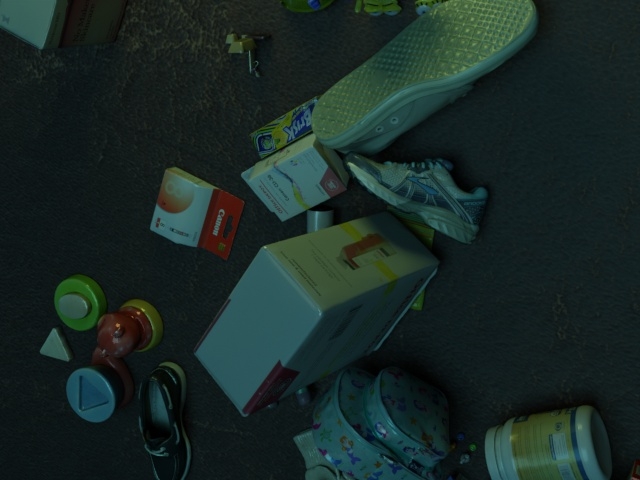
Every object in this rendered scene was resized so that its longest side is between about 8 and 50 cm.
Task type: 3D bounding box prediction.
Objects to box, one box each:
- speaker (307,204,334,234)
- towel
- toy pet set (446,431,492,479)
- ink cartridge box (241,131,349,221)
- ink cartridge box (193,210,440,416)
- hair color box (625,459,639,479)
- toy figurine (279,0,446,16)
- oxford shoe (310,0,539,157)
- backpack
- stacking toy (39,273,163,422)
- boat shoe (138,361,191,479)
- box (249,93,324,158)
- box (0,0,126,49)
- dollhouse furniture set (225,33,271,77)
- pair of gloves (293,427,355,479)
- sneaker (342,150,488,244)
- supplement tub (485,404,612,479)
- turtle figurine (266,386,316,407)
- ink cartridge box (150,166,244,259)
[{"bbox_3d":[0.000,0.000,1.923,0.055,0.055,0.136,7,108,23],"label":"speaker"},{"bbox_3d":[0.164,0.015,1.872,0.102,0.021,0.237,14,110,21],"label":"towel"},{"bbox_3d":[0.282,0.465,1.919,0.122,0.065,0.114,40,116,10],"label":"toy pet set"},{"bbox_3d":[-0.055,-0.115,1.888,0.198,0.067,0.115,-26,117,28],"label":"ink cartridge box"},{"bbox_3d":[0.001,0.120,1.754,0.160,0.384,0.279,47,123,19],"label":"ink cartridge box"},{"bbox_3d":[0.568,0.482,1.791,0.043,0.072,0.141,23,114,16],"label":"hair color box"},{"bbox_3d":[0.049,-0.478,1.676,0.362,0.217,0.191,7,107,22],"label":"toy figurine"},{"bbox_3d":[0.187,-0.287,1.720,0.449,0.130,0.169,-31,53,25],"label":"oxford shoe"},{"bbox_3d":[0.116,0.354,1.843,0.253,0.225,0.191,27,121,-10],"label":"backpack"},{"bbox_3d":[-0.529,0.242,2.190,0.279,0.130,0.309,31,114,14],"label":"stacking toy"},{"bbox_3d":[-0.359,0.424,2.184,0.114,0.091,0.303,3,105,24],"label":"boat shoe"},{"bbox_3d":[-0.050,-0.221,1.881,0.168,0.059,0.054,-27,93,28],"label":"box"},{"bbox_3d":[-0.501,-0.472,1.917,0.126,0.232,0.149,30,115,15],"label":"box"},{"bbox_3d":[-0.156,-0.346,1.866,0.090,0.114,0.081,6,111,21],"label":"dollhouse furniture set"},{"bbox_3d":[0.066,0.482,2.036,0.240,0.042,0.204,-13,99,28],"label":"pair of gloves"},{"bbox_3d":[0.175,-0.105,1.772,0.283,0.110,0.122,27,94,-9],"label":"sneaker"},{"bbox_3d":[0.418,0.388,1.791,0.199,0.144,0.144,-16,97,27],"label":"supplement tub"},{"bbox_3d":[-0.084,0.226,1.997,0.175,0.118,0.234,1,110,24],"label":"turtle figurine"},{"bbox_3d":[-0.260,-0.051,2.034,0.179,0.045,0.146,27,114,18],"label":"ink cartridge box"}]
